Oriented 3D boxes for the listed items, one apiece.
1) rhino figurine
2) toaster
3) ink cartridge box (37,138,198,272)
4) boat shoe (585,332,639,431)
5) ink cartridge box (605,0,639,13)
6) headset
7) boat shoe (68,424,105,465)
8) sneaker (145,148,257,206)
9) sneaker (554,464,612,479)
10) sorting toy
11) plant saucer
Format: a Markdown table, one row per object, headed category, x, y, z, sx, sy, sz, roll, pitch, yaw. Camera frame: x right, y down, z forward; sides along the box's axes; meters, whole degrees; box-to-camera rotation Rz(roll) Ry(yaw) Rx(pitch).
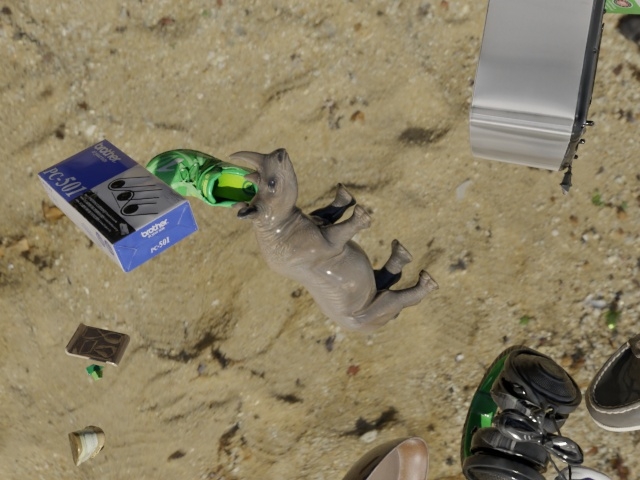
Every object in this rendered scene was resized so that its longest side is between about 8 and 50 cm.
| category | x | y | z | sx | sy | sz | roll | pitch | yaw |
| --- | --- | --- | --- | --- | --- | --- | --- | --- | --- |
| rhino figurine | 0.000 | 0.000 | 0.732 | 0.106 | 0.073 | 0.243 | -44 | 111 | 6 |
| toaster | 0.213 | -0.156 | 0.740 | 0.110 | 0.168 | 0.185 | 9 | 86 | 15 |
| ink cartridge box | -0.240 | -0.047 | 0.873 | 0.097 | 0.046 | 0.207 | -34 | 44 | -24 |
| boat shoe | 0.442 | 0.102 | 0.841 | 0.095 | 0.335 | 0.112 | 47 | 21 | -34 |
| ink cartridge box | 0.348 | -0.272 | 0.683 | 0.153 | 0.208 | 0.086 | 16 | 91 | -51 |
| headset | 0.294 | 0.282 | 1.179 | 0.185 | 0.394 | 0.243 | 24 | 86 | -6 |
| boat shoe | -0.331 | 0.290 | 1.067 | 0.045 | 0.135 | 0.050 | -13 | 80 | -25 |
| sneaker | -0.245 | -0.136 | 1.628 | 0.296 | 0.123 | 0.109 | 10 | 97 | 6 |
| sneaker | 0.357 | 0.444 | 1.130 | 0.095 | 0.236 | 0.104 | 21 | 39 | 3 |
| sorting toy | -0.258 | 0.128 | 0.856 | 0.062 | 0.012 | 0.083 | 17 | 28 | -5 |
| plant saucer | 0.062 | 0.421 | 1.096 | 0.050 | 0.310 | 0.310 | 21 | 60 | 30 |
